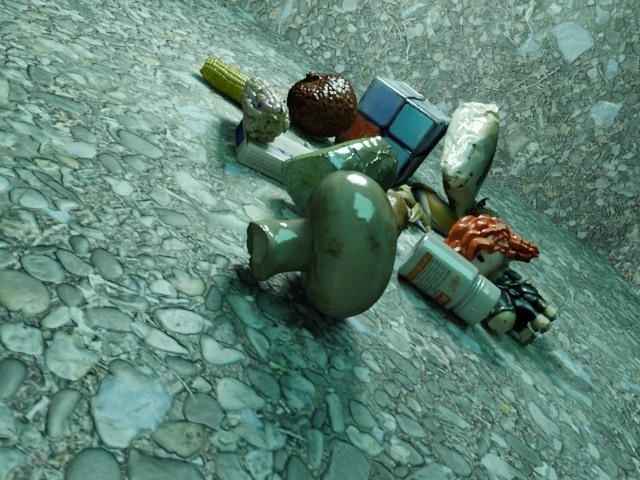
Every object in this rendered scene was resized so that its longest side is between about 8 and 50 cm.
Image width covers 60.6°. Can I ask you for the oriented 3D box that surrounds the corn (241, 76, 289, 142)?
[{"bbox_3d":[-0.171,-0.386,1.563,0.127,0.126,0.335,23,24,-28],"label":"corn"}]

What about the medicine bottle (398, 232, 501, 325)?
[{"bbox_3d":[0.345,0.103,1.467,0.252,0.144,0.144,35,24,4],"label":"medicine bottle"}]

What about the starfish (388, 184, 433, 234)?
[{"bbox_3d":[0.323,-0.108,1.911,0.277,0.062,0.235,27,34,-56],"label":"starfish"}]

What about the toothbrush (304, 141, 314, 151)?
[{"bbox_3d":[-0.011,-0.274,1.848,0.022,0.017,0.204,1,41,-37],"label":"toothbrush"}]

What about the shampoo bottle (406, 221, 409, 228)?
[{"bbox_3d":[0.277,-0.078,1.854,0.048,0.027,0.137,37,22,-20],"label":"shampoo bottle"}]

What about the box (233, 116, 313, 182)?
[{"bbox_3d":[-0.084,-0.227,1.603,0.344,0.065,0.200,24,27,-25],"label":"box"}]

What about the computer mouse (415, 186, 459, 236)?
[{"bbox_3d":[0.450,-0.120,2.113,0.158,0.071,0.310,31,23,-16],"label":"computer mouse"}]

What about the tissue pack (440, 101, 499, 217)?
[{"bbox_3d":[0.573,-0.317,2.169,0.195,0.375,0.390,19,-13,22],"label":"tissue pack"}]

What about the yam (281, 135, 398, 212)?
[{"bbox_3d":[0.068,-0.171,1.473,0.271,0.203,0.201,-34,114,-40],"label":"yam"}]

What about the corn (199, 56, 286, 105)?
[{"bbox_3d":[-0.266,-0.512,1.852,0.305,0.106,0.106,29,24,-4],"label":"corn"}]

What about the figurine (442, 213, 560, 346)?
[{"bbox_3d":[0.536,0.118,1.647,0.307,0.241,0.411,-3,58,-21],"label":"figurine"}]

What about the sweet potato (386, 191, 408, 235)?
[{"bbox_3d":[0.157,-0.036,1.498,0.131,0.131,0.337,38,28,5],"label":"sweet potato"}]

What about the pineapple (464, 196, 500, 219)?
[{"bbox_3d":[0.679,-0.129,2.392,0.119,0.130,0.277,-5,39,-13],"label":"pineapple"}]

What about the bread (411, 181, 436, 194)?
[{"bbox_3d":[0.428,-0.212,2.262,0.110,0.024,0.110,22,-3,1],"label":"bread"}]

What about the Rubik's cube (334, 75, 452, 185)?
[{"bbox_3d":[0.298,-0.440,2.194,0.316,0.318,0.313,39,24,10],"label":"Rubik's cube"}]

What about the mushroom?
[{"bbox_3d":[0.000,0.000,1.078,0.290,0.297,0.297,5,31,-9],"label":"mushroom"}]

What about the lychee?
[{"bbox_3d":[0.006,-0.500,2.025,0.261,0.260,0.260,29,25,-15],"label":"lychee"}]
